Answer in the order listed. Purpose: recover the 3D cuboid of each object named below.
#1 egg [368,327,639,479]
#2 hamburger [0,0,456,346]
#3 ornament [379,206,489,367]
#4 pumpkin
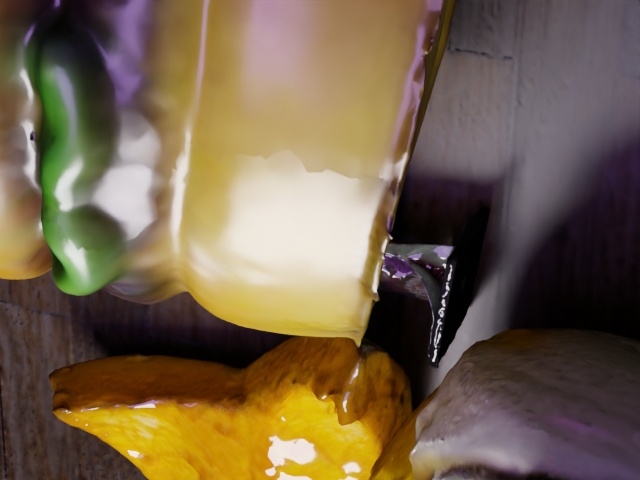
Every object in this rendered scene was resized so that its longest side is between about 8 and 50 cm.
[{"bbox_3d":[0.184,0.167,1.099,0.337,0.201,0.337,16,147,10],"label":"egg"},{"bbox_3d":[-0.067,-0.145,0.916,0.277,0.396,0.395,13,120,3],"label":"hamburger"},{"bbox_3d":[0.004,-0.006,1.155,0.203,0.088,0.081,24,121,12],"label":"ornament"},{"bbox_3d":[-0.029,0.169,1.244,0.290,0.095,0.258,-8,122,34],"label":"pumpkin"}]
